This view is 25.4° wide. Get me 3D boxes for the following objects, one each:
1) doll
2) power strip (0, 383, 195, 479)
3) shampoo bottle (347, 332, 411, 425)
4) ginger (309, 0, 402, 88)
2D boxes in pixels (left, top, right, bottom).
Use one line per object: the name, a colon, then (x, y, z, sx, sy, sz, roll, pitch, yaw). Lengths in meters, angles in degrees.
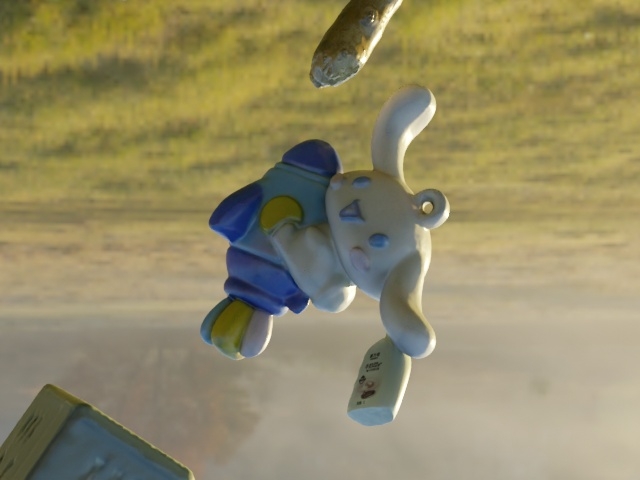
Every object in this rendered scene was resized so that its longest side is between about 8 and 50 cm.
doll: (-0.004, -0.006, 1.880, 0.366, 0.376, 0.187, -14, 130, 25)
power strip: (-0.233, 0.228, 1.339, 0.139, 0.140, 0.224, 36, 169, -18)
shampoo bottle: (0.083, 0.156, 1.788, 0.045, 0.152, 0.077, 38, 146, -26)
ginger: (0.081, -0.323, 1.865, 0.065, 0.299, 0.118, 35, -179, -14)
